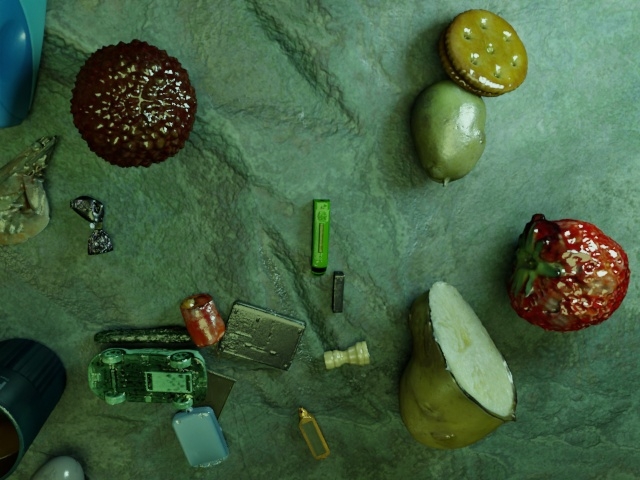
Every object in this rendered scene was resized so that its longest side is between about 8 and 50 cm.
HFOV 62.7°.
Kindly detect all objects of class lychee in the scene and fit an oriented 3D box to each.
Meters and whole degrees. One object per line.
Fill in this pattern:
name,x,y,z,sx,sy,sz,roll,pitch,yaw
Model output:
lychee,-0.401,-0.287,1.132,0.264,0.300,0.264,9,77,-43

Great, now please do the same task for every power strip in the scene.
power strip,-0.023,0.549,1.504,0.049,0.028,0.178,-22,106,1
power strip,0.047,0.137,1.394,0.030,0.038,0.111,1,106,-7

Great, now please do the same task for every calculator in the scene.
calculator,-0.334,0.547,1.463,0.121,0.039,0.210,-16,109,1

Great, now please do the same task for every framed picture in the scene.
framed picture,-0.308,0.430,1.455,0.109,0.011,0.149,23,102,-11

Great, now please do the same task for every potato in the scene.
potato,0.304,-0.251,1.254,0.175,0.159,0.251,1,90,22
potato,0.296,0.356,1.385,0.296,0.290,0.397,-39,86,34

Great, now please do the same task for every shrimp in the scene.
shrimp,-0.702,-0.111,1.249,0.164,0.062,0.317,41,102,-18

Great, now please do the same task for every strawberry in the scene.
strawberry,0.640,0.096,1.315,0.310,0.292,0.291,16,104,7

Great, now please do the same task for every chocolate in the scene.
chocolate,-0.552,-0.038,1.280,0.072,0.070,0.147,-21,109,-28

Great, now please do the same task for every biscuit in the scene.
biscuit,0.374,-0.427,1.208,0.221,0.066,0.220,5,73,-17

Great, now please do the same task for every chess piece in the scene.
chess piece,0.072,0.319,1.435,0.122,0.066,0.066,-14,106,4

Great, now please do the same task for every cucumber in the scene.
cucumber,-0.464,0.249,1.375,0.257,0.043,0.043,-1,100,-4

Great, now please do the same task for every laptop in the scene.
laptop,-0.156,0.258,1.414,0.207,0.026,0.153,20,103,-10

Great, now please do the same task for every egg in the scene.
egg,-0.715,0.676,1.414,0.147,0.146,0.198,27,93,-12

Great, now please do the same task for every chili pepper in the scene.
chili pepper,-0.294,0.234,1.368,0.086,0.084,0.192,-10,106,32

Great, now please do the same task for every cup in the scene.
cup,-0.803,0.401,1.256,0.308,0.292,0.242,-14,106,0

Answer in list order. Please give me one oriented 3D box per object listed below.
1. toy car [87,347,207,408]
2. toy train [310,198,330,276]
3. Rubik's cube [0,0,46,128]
toy car,-0.435,0.342,1.362,0.306,0.125,0.136,2,104,4
toy train,0.000,0.000,1.350,0.044,0.042,0.209,1,105,-5
Rubik's cube,-0.774,-0.419,1.006,0.348,0.351,0.351,16,106,-9
